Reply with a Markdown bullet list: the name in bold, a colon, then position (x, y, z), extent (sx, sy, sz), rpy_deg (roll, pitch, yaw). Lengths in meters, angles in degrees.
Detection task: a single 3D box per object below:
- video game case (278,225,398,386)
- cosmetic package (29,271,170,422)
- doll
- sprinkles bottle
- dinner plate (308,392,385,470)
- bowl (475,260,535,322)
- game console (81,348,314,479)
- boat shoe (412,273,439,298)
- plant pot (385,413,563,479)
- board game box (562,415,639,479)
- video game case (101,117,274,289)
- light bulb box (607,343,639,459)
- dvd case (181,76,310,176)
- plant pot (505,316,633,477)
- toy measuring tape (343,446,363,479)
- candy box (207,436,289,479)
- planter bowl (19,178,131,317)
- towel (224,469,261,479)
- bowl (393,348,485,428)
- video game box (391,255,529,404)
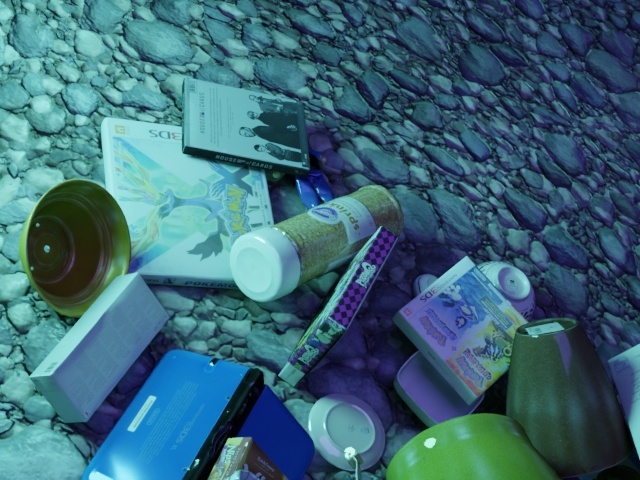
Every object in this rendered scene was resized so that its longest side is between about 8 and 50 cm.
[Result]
- **video game case**: position (0.030, 0.111, 1.977), extent (0.042, 0.210, 0.232), rpy_deg (34, 49, -3)
- **cosmetic package**: position (-0.338, 0.163, 1.824), extent (0.099, 0.060, 0.239), rpy_deg (58, 44, -22)
- **doll**: position (-0.037, -0.129, 2.222), extent (0.129, 0.046, 0.189), rpy_deg (-13, 65, -35)
- **sprinkles bottle**: position (0.000, 0.000, 2.066), extent (0.355, 0.121, 0.121), rpy_deg (-24, 70, -47)
- **dinner plate**: position (0.047, 0.316, 1.968), extent (0.141, 0.017, 0.141), rpy_deg (15, 52, -20)
- **bowl**: position (0.346, 0.098, 2.237), extent (0.170, 0.080, 0.170), rpy_deg (14, 52, -18)
- **game console**: position (-0.180, 0.345, 1.822), extent (0.250, 0.173, 0.293), rpy_deg (12, 44, 20)
- **boat shoe**: position (0.258, 0.144, 2.160), extent (0.083, 0.076, 0.226), rpy_deg (-24, 71, -38)
- **plant pot**: position (0.261, 0.465, 1.781), extent (0.366, 0.366, 0.353), rpy_deg (4, 45, -25)
- **board game box**: position (0.513, 0.497, 2.047), extent (0.318, 0.066, 0.319), rpy_deg (-19, 68, -36)
- **video game case**: position (-0.227, -0.065, 2.083), extent (0.300, 0.036, 0.329), rpy_deg (5, 56, -25)
- **light bulb box**: position (0.699, 0.373, 1.989), extent (0.358, 0.225, 0.361), rpy_deg (45, 24, -30)
- **dvd case**: position (-0.140, -0.211, 2.190), extent (0.238, 0.029, 0.179), rpy_deg (10, 49, -18)
- **plant pot**: position (0.402, 0.255, 2.003), extent (0.215, 0.215, 0.230), rpy_deg (-18, 101, -36)
- **toy measuring tape**: position (0.010, 0.469, 1.777), extent (0.121, 0.121, 0.330), rpy_deg (15, 49, -17)
- **candy box**: position (-0.091, 0.391, 1.752), extent (0.187, 0.053, 0.109), rpy_deg (55, 43, -29)
- **planter bowl**: position (-0.409, 0.013, 1.871), extent (0.217, 0.090, 0.217), rpy_deg (2, 87, -53)
- **towel**: position (-0.098, 0.488, 1.610), extent (0.284, 0.235, 0.121), rpy_deg (46, 18, -1)
- **bowl**: position (0.201, 0.261, 2.063), extent (0.142, 0.053, 0.142), rpy_deg (47, 50, 9)
- **video game box**: position (0.260, 0.155, 2.083), extent (0.187, 0.048, 0.205), rpy_deg (-37, 78, -26)
